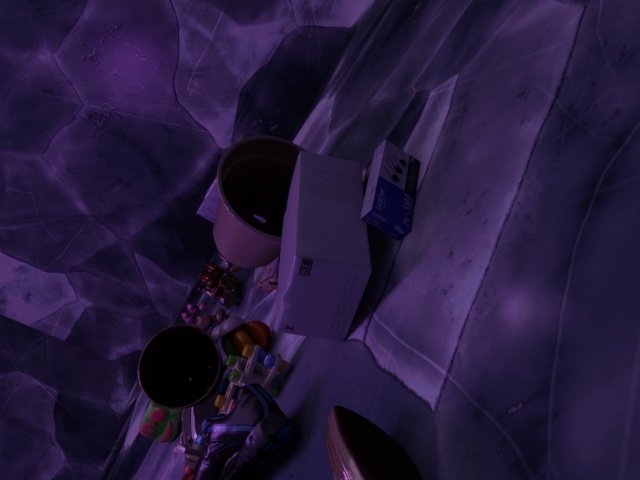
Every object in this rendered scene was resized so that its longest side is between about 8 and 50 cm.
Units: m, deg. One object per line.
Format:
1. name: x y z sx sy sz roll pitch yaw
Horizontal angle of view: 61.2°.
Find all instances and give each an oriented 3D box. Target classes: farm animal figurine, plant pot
1. farm animal figurine: -0.395 0.220 2.100 0.331 0.172 0.327 -61 3 29
2. plant pot: -0.355 0.362 1.487 0.230 0.215 0.216 82 -151 -67
3. plant pot: -0.170 -0.076 1.567 0.305 0.333 0.334 -50 19 53

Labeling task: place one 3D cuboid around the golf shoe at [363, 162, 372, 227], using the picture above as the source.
1. golf shoe: 0.127 -0.113 1.246 0.186 0.067 0.086 -68 16 -7

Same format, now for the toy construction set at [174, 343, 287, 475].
1. toy construction set: -0.210 0.409 1.300 0.328 0.151 0.215 -55 15 -19

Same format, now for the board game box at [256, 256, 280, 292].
1. board game box: -0.129 0.078 1.726 0.193 0.045 0.147 -29 36 59

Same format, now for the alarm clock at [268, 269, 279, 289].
1. alarm clock: -0.026 0.090 1.298 0.192 0.129 0.064 -40 0 -44

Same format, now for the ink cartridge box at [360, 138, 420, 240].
1. ink cartridge box: 0.149 -0.109 1.132 0.046 0.097 0.207 -42 26 48

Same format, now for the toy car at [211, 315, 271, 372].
1. toy car: -0.209 0.282 1.514 0.136 0.159 0.182 -31 -4 -36

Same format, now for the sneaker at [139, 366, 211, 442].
1. sneaker: -0.500 0.509 1.889 0.483 0.185 0.202 -50 24 30

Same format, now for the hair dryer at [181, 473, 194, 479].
1. hair dryer: -0.319 0.659 1.306 0.224 0.080 0.293 -59 17 9

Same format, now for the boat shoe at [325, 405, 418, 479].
1. boat shoe: 0.059 0.331 0.659 0.110 0.121 0.341 -58 19 9

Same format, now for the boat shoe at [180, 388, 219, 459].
1. boat shoe: -0.358 0.513 1.598 0.091 0.109 0.305 -51 23 15

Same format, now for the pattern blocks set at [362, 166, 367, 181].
1. pattern blocks set: 0.075 -0.097 1.449 0.325 0.026 0.286 -52 19 30

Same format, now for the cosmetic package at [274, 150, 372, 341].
1. cosmetic package: 0.000 0.000 1.170 0.385 0.156 0.217 -91 14 -49

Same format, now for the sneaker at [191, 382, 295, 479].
1. sneaker: -0.192 0.446 1.133 0.341 0.125 0.140 -49 60 15

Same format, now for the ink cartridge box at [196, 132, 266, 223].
1. ink cartridge box: -0.192 -0.138 1.771 0.330 0.324 0.072 -49 20 33
